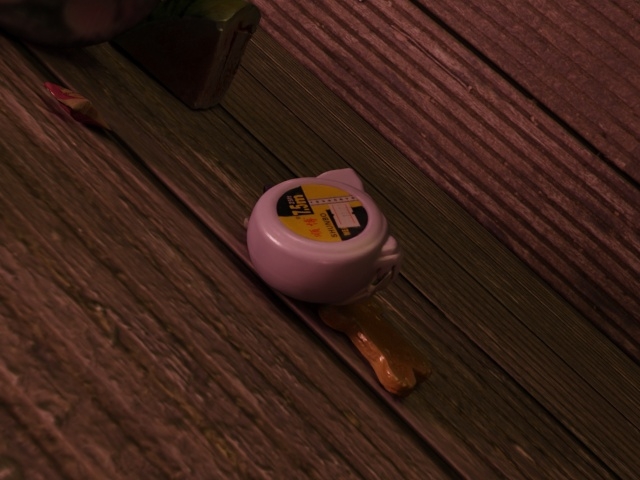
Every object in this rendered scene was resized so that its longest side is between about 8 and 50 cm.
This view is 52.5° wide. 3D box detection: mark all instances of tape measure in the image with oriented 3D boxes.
[{"bbox_3d":[-0.004,-0.001,0.812,0.179,0.105,0.196,-4,43,-17],"label":"tape measure"}]

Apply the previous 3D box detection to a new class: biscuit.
[{"bbox_3d":[0.050,0.103,0.852,0.234,0.030,0.153,46,17,19],"label":"biscuit"}]

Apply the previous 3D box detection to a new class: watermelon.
[{"bbox_3d":[-0.250,-0.349,1.209,0.262,0.201,0.213,-2,18,7],"label":"watermelon"}]

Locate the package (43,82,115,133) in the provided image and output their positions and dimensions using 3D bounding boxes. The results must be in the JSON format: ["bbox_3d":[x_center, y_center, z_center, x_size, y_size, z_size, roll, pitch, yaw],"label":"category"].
[{"bbox_3d":[-0.288,-0.160,0.784,0.059,0.029,0.083,42,5,30],"label":"package"}]

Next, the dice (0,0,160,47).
[{"bbox_3d":[-0.390,-0.484,0.861,0.348,0.328,0.330,47,19,21],"label":"dice"}]
